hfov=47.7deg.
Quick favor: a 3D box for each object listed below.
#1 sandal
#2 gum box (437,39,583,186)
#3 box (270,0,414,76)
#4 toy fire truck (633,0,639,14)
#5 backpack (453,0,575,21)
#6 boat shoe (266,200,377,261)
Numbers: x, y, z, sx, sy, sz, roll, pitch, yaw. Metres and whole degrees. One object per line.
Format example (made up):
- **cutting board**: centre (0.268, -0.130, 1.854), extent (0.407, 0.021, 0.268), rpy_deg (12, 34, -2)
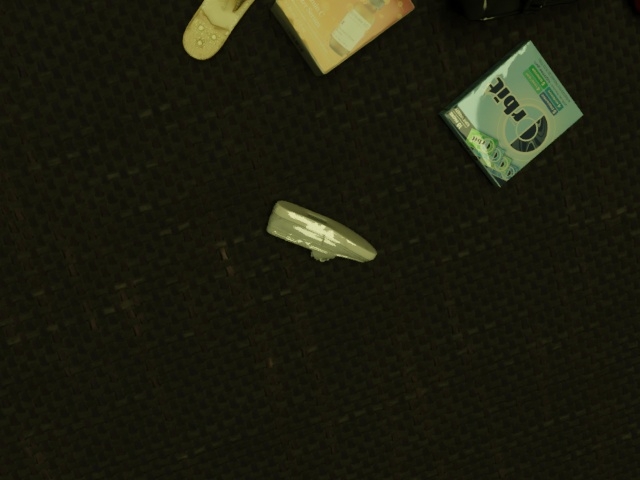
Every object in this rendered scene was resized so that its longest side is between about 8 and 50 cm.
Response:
- **sandal**: centre (-0.132, -0.380, 1.075), extent (0.088, 0.079, 0.240), rpy_deg (27, 95, -12)
- **gum box**: centre (0.313, -0.207, 1.194), extent (0.184, 0.041, 0.157), rpy_deg (-40, 103, 1)
- **box**: centre (0.031, -0.352, 1.100), extent (0.170, 0.091, 0.130), rpy_deg (-37, 103, -1)
- **toy fire truck**: centre (0.605, -0.529, 1.136), extent (0.302, 0.169, 0.254), rpy_deg (-35, 129, -5)
- **backpack**: centre (0.298, -0.539, 1.041), extent (0.290, 0.273, 0.356), rpy_deg (-17, 126, -4)
- **boat shoe**: centre (0.000, 0.000, 1.174), extent (0.184, 0.066, 0.063), rpy_deg (23, 110, -14)
